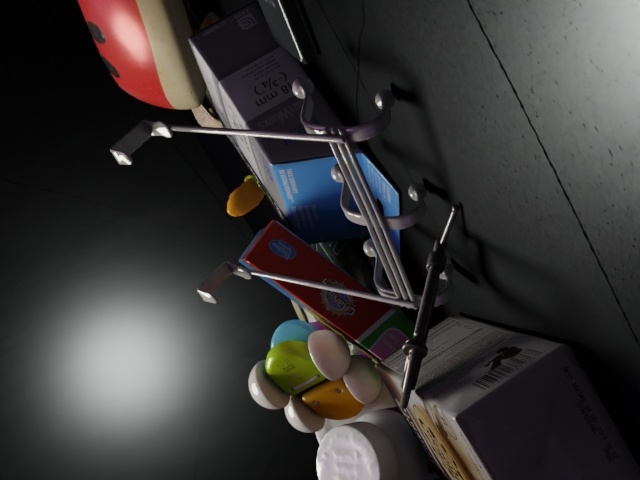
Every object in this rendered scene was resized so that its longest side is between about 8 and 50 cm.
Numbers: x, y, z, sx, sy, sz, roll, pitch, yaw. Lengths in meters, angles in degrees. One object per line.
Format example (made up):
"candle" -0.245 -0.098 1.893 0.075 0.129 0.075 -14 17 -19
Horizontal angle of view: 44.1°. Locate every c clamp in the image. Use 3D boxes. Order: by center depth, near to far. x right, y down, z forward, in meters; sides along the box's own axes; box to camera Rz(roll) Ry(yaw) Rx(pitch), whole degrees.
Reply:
"c clamp" 0.094 0.067 0.722 0.022 0.160 0.137 14 145 7

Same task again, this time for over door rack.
"over door rack" -0.033 -0.044 0.847 0.324 0.108 0.239 0 132 32

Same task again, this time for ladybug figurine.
"ladybug figurine" -0.309 -0.394 1.334 0.449 0.162 0.305 78 175 -52

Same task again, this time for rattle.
"rattle" -0.160 -0.134 1.671 0.200 0.143 0.130 45 -177 40

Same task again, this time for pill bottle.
"pill bottle" 0.106 0.268 0.987 0.221 0.121 0.121 5 -139 -46

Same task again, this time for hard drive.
"hard drive" -0.049 -0.266 0.862 0.094 0.022 0.135 50 168 51

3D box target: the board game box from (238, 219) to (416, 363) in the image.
"board game box" 0.032 0.095 1.115 0.316 0.064 0.242 37 174 -5

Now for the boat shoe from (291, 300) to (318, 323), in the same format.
"boat shoe" 0.006 0.172 1.863 0.113 0.103 0.302 -107 -9 -63

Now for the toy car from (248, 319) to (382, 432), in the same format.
"toy car" -0.008 0.185 1.167 0.182 0.159 0.136 41 -151 -33

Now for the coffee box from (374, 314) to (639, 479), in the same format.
"coffee box" 0.171 0.183 0.779 0.168 0.119 0.297 59 172 -3

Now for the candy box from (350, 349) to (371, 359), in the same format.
"candy box" 0.034 0.122 1.611 0.233 0.071 0.159 51 168 44

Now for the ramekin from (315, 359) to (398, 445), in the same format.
"ramekin" 0.121 0.322 1.285 0.277 0.135 0.277 48 -165 -17

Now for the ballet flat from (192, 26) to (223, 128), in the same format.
"ballet flat" -0.258 -0.365 1.628 0.106 0.107 0.316 14 143 51

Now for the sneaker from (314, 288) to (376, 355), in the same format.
"sneaker" 0.021 0.103 1.392 0.228 0.132 0.086 56 171 24

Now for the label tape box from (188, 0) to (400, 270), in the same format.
"label tape box" -0.029 -0.107 1.030 0.333 0.106 0.240 56 172 24

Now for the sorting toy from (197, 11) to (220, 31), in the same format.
"sorting toy" -0.166 -0.332 1.338 0.075 0.045 0.083 38 168 10

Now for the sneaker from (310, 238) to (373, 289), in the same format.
"sneaker" 0.000 0.000 1.252 0.101 0.106 0.267 50 166 57
